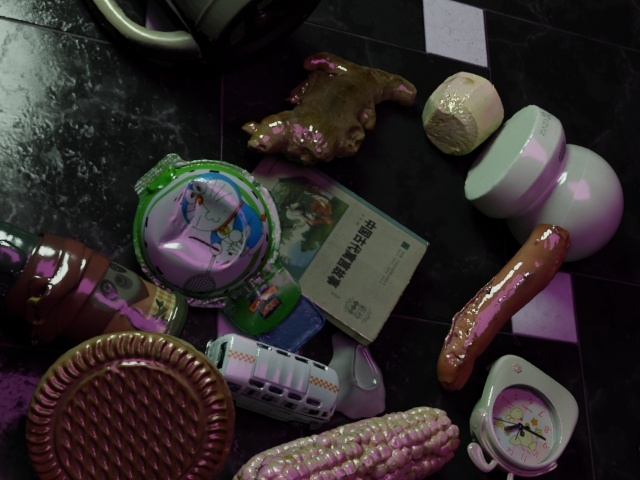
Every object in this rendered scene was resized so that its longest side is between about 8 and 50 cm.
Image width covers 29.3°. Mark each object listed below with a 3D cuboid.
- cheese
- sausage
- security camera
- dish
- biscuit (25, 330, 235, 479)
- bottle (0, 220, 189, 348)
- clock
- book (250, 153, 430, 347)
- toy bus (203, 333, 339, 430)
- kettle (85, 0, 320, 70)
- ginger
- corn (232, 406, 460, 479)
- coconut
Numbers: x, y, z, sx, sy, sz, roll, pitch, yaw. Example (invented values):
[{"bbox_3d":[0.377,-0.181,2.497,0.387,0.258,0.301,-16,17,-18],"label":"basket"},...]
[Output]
[{"bbox_3d":[-0.124,0.023,1.672,0.204,0.083,0.320,-42,98,-7],"label":"cheese"},{"bbox_3d":[0.266,0.095,1.815,0.078,0.078,0.304,42,80,-3],"label":"sausage"},{"bbox_3d":[0.369,-0.076,1.928,0.236,0.194,0.194,33,56,-13],"label":"security camera"},{"bbox_3d":[0.055,0.181,1.731,0.091,0.039,0.137,5,65,-25],"label":"dish"},{"bbox_3d":[-0.225,0.225,1.478,0.259,0.079,0.259,-3,104,-14],"label":"biscuit"},{"bbox_3d":[-0.309,0.075,1.530,0.271,0.156,0.143,29,81,-16],"label":"bottle"},{"bbox_3d":[0.286,0.275,1.791,0.151,0.062,0.191,36,56,-8],"label":"clock"},{"bbox_3d":[0.000,0.000,1.780,0.282,0.025,0.215,32,55,1],"label":"book"},{"bbox_3d":[-0.061,0.188,1.639,0.194,0.089,0.087,21,59,-18],"label":"toy bus"},{"bbox_3d":[-0.201,-0.421,1.807,0.321,0.228,0.324,-37,80,-4],"label":"kettle"},{"bbox_3d":[0.014,-0.205,1.867,0.166,0.080,0.333,44,51,3],"label":"ginger"},{"bbox_3d":[0.036,0.299,1.621,0.335,0.126,0.127,-18,76,-34],"label":"corn"},{"bbox_3d":[0.233,-0.207,1.961,0.116,0.116,0.122,46,55,-1],"label":"coconut"}]
